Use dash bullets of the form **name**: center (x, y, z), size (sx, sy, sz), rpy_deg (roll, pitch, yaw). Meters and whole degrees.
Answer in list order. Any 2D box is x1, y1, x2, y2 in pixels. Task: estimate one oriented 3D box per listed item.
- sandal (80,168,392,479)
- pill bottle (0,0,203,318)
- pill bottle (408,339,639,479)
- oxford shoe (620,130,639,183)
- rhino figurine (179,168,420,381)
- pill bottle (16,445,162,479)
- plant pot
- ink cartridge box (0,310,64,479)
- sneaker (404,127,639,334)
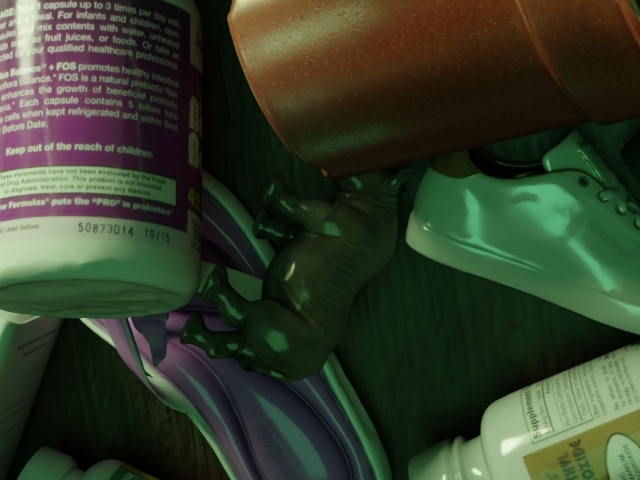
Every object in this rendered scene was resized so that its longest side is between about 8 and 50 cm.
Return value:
- **sandal**: center (-0.091, 0.074, 1.120), size (0.169, 0.102, 0.416), rpy_deg (-42, 90, 15)
- **pill bottle**: center (-0.169, -0.103, 1.034), size (0.169, 0.169, 0.302), rpy_deg (-3, 77, 11)
- **pill bottle**: center (0.190, 0.168, 1.069), size (0.229, 0.131, 0.131), rpy_deg (-25, 95, 14)
- **oxford shoe**: center (0.328, -0.020, 1.010), size (0.227, 0.083, 0.096), rpy_deg (44, 117, 8)
- **rhino figurine**: center (0.000, 0.000, 1.068), size (0.106, 0.073, 0.243), rpy_deg (31, 68, 4)
- **pill bottle**: center (-0.153, 0.251, 1.158), size (0.208, 0.117, 0.118), rpy_deg (24, 104, 6)
- **plant pot**: center (0.095, -0.174, 0.965), size (0.265, 0.272, 0.272), rpy_deg (-18, 97, 25)
- **ink cartridge box**: center (-0.410, 0.183, 1.144), size (0.279, 0.160, 0.385), rpy_deg (21, 96, 3)
- **sneaker**: center (0.213, -0.009, 1.044), size (0.290, 0.106, 0.123), rpy_deg (18, 106, 8)
